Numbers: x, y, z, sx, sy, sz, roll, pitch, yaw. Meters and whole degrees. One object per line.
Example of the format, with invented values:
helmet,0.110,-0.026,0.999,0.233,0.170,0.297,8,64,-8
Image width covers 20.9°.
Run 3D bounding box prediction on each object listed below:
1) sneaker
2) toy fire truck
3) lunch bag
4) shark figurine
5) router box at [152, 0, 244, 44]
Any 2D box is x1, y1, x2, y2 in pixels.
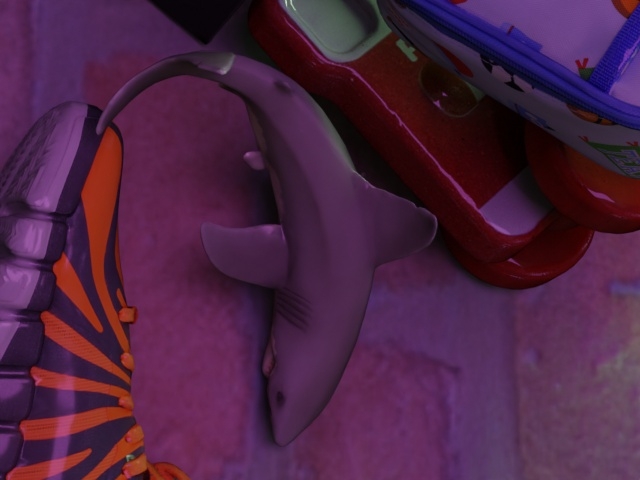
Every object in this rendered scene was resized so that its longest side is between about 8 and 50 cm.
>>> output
sneaker,-0.119,0.096,0.936,0.180,0.124,0.321,17,84,-22
toy fire truck,0.137,-0.135,1.049,0.302,0.169,0.254,-42,91,-24
lunch bag,0.182,-0.195,0.909,0.243,0.115,0.303,33,81,22
shark figurine,0.002,-0.028,0.949,0.166,0.116,0.278,-52,139,-32
router box,0.016,-0.263,0.946,0.081,0.309,0.243,38,67,-8
